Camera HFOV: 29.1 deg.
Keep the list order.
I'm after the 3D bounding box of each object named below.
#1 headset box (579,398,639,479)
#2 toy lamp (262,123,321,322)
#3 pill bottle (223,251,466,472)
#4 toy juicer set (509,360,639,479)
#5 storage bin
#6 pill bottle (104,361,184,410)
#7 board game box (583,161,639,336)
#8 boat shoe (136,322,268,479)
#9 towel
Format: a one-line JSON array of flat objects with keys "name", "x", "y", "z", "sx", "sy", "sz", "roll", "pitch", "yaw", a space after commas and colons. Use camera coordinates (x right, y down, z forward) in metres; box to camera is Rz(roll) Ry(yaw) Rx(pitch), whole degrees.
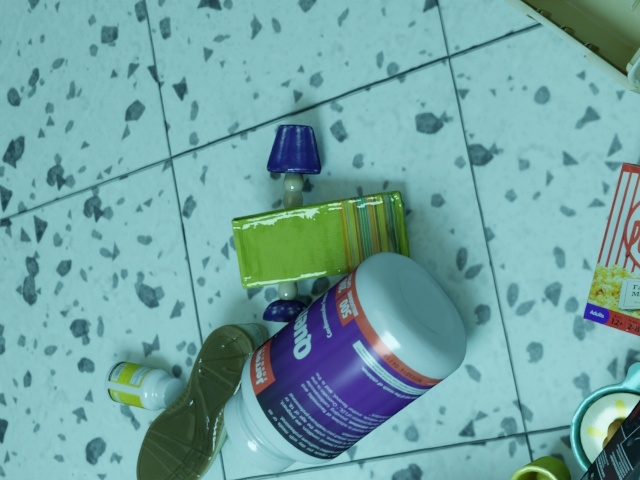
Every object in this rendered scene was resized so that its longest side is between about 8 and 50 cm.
[{"name": "headset box", "x": 0.387, "y": 0.312, "z": 1.325, "sx": 0.218, "sy": 0.110, "sz": 0.293, "roll": 31, "pitch": 104, "yaw": -4}, {"name": "toy lamp", "x": -0.040, "y": -0.024, "z": 1.725, "sx": 0.080, "sy": 0.080, "sz": 0.275, "roll": 1, "pitch": 90, "yaw": 35}, {"name": "pill bottle", "x": 0.023, "y": 0.170, "z": 1.614, "sx": 0.323, "sy": 0.181, "sz": 0.181, "roll": -40, "pitch": 68, "yaw": 26}, {"name": "toy juicer set", "x": 0.380, "y": 0.249, "z": 1.399, "sx": 0.209, "sy": 0.089, "sz": 0.329, "roll": 43, "pitch": 117, "yaw": 14}, {"name": "storage bin", "x": 0.345, "y": -0.348, "z": 1.441, "sx": 0.262, "sy": 0.123, "sz": 0.260, "roll": 43, "pitch": 111, "yaw": 27}, {"name": "pill bottle", "x": -0.267, "y": 0.224, "z": 1.882, "sx": 0.116, "sy": 0.065, "sz": 0.065, "roll": 8, "pitch": 93, "yaw": 35}, {"name": "board game box", "x": 0.402, "y": 0.019, "z": 1.438, "sx": 0.146, "sy": 0.045, "sz": 0.194, "roll": 17, "pitch": 98, "yaw": 32}, {"name": "boat shoe", "x": -0.165, "y": 0.251, "z": 1.795, "sx": 0.109, "sy": 0.098, "sz": 0.302, "roll": 33, "pitch": 105, "yaw": 17}, {"name": "towel", "x": 0.000, "y": 0.000, "z": 1.671, "sx": 0.237, "sy": 0.021, "sz": 0.102, "roll": -9, "pitch": 89, "yaw": 10}]
